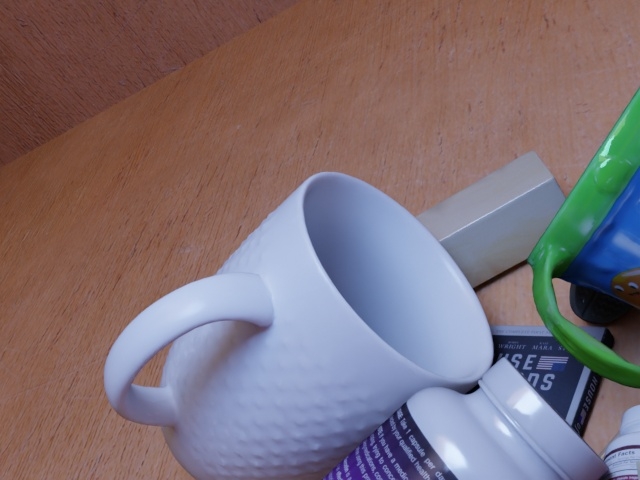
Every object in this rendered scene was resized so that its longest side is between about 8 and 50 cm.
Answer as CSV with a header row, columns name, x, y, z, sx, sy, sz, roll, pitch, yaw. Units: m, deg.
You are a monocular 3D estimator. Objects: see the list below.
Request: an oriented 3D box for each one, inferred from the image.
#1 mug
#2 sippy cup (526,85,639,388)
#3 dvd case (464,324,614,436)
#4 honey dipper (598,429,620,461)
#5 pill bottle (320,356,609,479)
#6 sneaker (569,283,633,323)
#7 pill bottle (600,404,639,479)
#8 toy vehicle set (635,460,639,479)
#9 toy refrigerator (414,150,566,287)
name,x,y,z,sx,sy,sz,roll,pitch,yaw
mug,-0.053,0.124,0.894,0.328,0.374,0.276,-44,56,27
sippy cup,0.349,-0.018,0.767,0.305,0.224,0.240,-62,-12,20
dvd case,0.192,0.188,0.879,0.179,0.029,0.238,-5,43,43
honey dipper,0.309,0.164,0.791,0.160,0.030,0.030,-47,30,-9
pill bottle,0.082,0.254,0.712,0.323,0.181,0.181,-43,29,5
sneaker,0.346,-0.010,0.948,0.087,0.130,0.227,19,86,12
pill bottle,0.276,0.216,0.688,0.086,0.086,0.152,-12,38,38
toy vehicle set,0.285,0.257,0.488,0.166,0.035,0.266,-35,52,54
toy refrigerator,0.190,0.002,1.086,0.270,0.094,0.102,-30,23,12
